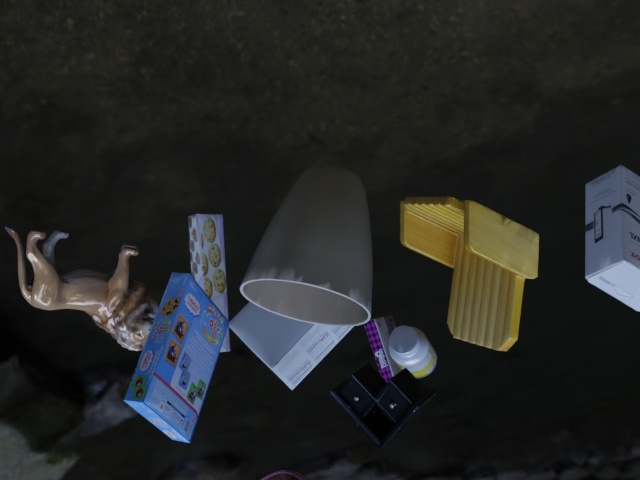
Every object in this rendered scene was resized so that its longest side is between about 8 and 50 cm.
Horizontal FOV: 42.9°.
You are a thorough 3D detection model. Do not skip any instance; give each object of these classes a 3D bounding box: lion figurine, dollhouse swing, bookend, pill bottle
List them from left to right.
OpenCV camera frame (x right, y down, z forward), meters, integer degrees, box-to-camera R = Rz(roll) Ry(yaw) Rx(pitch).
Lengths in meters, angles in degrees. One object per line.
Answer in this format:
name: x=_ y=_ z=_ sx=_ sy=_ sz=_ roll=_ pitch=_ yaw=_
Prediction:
lion figurine: x=-0.547 y=0.113 z=1.875 sx=0.392 sy=0.240 sz=0.142 roll=14 pitch=-177 yaw=-23
bookend: x=0.120 y=0.302 z=1.614 sx=0.072 sy=0.156 sz=0.157 roll=-24 pitch=155 yaw=-48
pill bottle: x=0.233 y=0.282 z=2.087 sx=0.103 sy=0.103 sz=0.184 roll=-20 pitch=150 yaw=10
dollhouse swing: x=0.349 y=0.084 z=2.114 sx=0.315 sy=0.305 sz=0.347 roll=23 pitch=174 yaw=-23

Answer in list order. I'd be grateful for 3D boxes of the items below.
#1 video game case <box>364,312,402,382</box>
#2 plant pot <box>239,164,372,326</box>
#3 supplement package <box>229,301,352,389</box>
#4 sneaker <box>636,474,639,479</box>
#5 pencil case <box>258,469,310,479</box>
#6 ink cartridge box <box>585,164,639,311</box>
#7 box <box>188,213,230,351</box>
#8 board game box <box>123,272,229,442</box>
video game case: x=0.205 y=0.330 z=2.348 sx=0.042 sy=0.232 sz=0.210 roll=-20 pitch=173 yaw=19
plant pot: x=0.000 y=0.000 z=1.607 sx=0.257 sy=0.274 sz=0.256 roll=12 pitch=159 yaw=5
supplement package: x=-0.069 y=0.212 z=2.131 sx=0.262 sy=0.204 sz=0.145 roll=-45 pitch=142 yaw=-9
sneaker: x=0.510 y=0.327 z=1.186 sx=0.109 sy=0.295 sz=0.123 roll=25 pitch=156 yaw=6
pencil case: x=-0.039 y=0.618 z=1.752 sx=0.167 sy=0.160 sz=0.386 roll=-55 pitch=151 yaw=-21
ink cartridge box: x=0.532 y=-0.003 z=1.389 sx=0.148 sy=0.203 sz=0.086 roll=27 pitch=144 yaw=-22
box: x=-0.258 y=0.098 z=1.889 sx=0.067 sy=0.324 sz=0.063 roll=0 pitch=176 yaw=-35
board game box: x=-0.214 y=0.180 z=1.249 sx=0.039 sy=0.211 sz=0.160 roll=3 pitch=148 yaw=23
